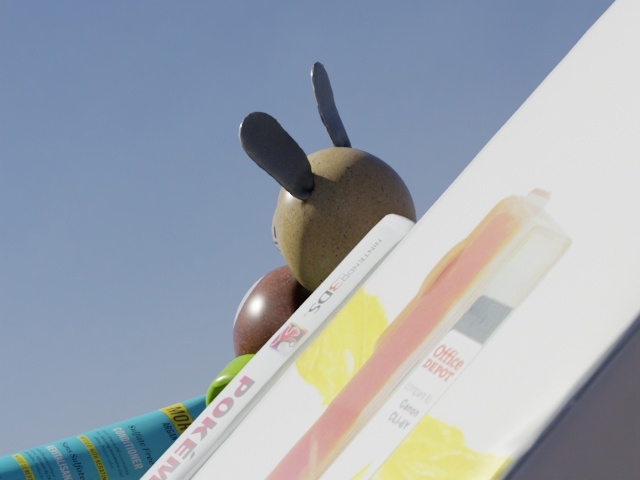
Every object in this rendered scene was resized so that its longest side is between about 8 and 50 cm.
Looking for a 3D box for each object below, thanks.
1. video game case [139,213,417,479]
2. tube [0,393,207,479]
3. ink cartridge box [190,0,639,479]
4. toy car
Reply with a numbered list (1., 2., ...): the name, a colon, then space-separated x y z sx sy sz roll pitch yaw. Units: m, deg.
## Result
1. video game case: 0.021 0.122 0.662 0.183 0.201 0.023 -47 32 -12
2. tube: -0.126 0.145 1.224 0.207 0.080 0.052 -14 -38 -27
3. ink cartridge box: 0.095 0.149 0.544 0.384 0.279 0.160 -49 20 0
4. toy car: 0.000 0.000 1.101 0.149 0.188 0.155 -6 23 30
